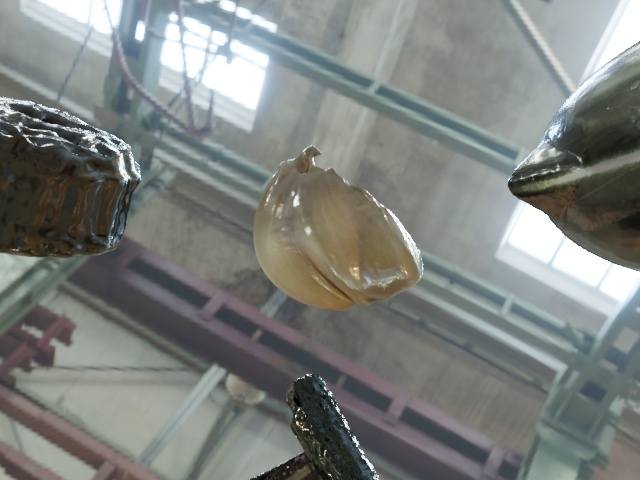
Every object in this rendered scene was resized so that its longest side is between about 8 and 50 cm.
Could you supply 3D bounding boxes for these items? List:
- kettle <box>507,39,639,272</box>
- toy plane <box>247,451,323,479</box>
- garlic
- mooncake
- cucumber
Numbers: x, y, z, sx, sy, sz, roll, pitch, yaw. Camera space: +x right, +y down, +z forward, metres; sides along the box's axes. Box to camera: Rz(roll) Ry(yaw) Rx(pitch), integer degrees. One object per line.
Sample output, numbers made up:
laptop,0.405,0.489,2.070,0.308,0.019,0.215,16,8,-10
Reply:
kettle,0.349,-0.081,0.856,0.321,0.324,0.228,-13,-89,-26
toy plane,-0.099,0.296,0.993,0.316,0.103,0.204,3,-95,-23
garlic,0.000,0.000,1.351,0.228,0.217,0.110,58,-139,-10
mooncake,-0.294,-0.067,0.999,0.228,0.124,0.228,14,-169,-3
cucumber,0.032,0.215,0.856,0.044,0.043,0.257,23,-155,-44
